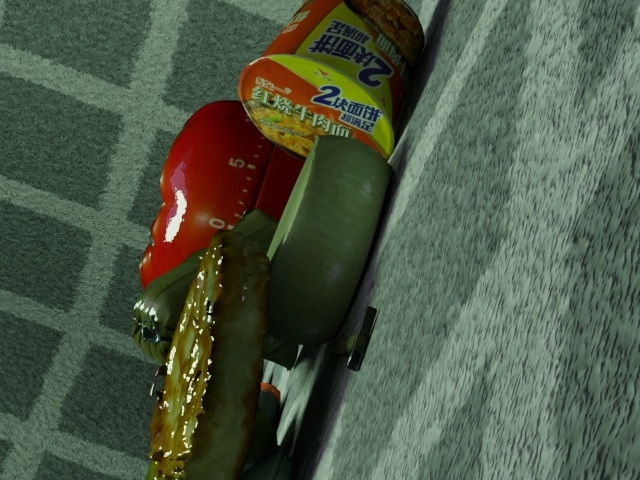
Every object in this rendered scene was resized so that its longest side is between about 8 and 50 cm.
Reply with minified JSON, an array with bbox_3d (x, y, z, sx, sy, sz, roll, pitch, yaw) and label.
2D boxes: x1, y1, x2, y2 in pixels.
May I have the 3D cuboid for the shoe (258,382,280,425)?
[{"bbox_3d":[-0.099,0.259,1.862,0.077,0.074,0.194,-59,1,-27],"label":"shoe"}]

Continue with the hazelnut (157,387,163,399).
[{"bbox_3d":[-0.202,0.306,2.368,0.204,0.178,0.178,107,179,-47],"label":"hazelnut"}]

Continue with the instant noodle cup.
[{"bbox_3d":[0.026,-0.216,1.647,0.174,0.213,0.213,-63,0,-30],"label":"instant noodle cup"}]

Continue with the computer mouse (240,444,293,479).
[{"bbox_3d":[-0.115,0.352,1.416,0.159,0.097,0.288,135,155,-85],"label":"computer mouse"}]

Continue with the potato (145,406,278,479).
[{"bbox_3d":[-0.143,0.309,1.606,0.186,0.148,0.253,-93,23,-85],"label":"potato"}]

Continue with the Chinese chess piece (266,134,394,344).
[{"bbox_3d":[0.000,0.000,1.533,0.250,0.101,0.250,-160,90,-86],"label":"Chinese chess piece"}]

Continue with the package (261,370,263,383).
[{"bbox_3d":[-0.123,0.309,2.138,0.171,0.027,0.173,-88,15,-75],"label":"package"}]

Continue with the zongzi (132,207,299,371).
[{"bbox_3d":[-0.127,0.129,1.714,0.251,0.125,0.274,-33,-41,-32],"label":"zongzi"}]

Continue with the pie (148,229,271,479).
[{"bbox_3d":[-0.116,0.135,1.429,0.315,0.092,0.315,-168,90,-77],"label":"pie"}]

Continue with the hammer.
[{"bbox_3d":[0.028,0.102,1.317,0.199,0.013,0.062,141,150,-80],"label":"hammer"}]

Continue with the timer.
[{"bbox_3d":[-0.125,-0.029,2.071,0.378,0.279,0.378,-162,90,-86],"label":"timer"}]
